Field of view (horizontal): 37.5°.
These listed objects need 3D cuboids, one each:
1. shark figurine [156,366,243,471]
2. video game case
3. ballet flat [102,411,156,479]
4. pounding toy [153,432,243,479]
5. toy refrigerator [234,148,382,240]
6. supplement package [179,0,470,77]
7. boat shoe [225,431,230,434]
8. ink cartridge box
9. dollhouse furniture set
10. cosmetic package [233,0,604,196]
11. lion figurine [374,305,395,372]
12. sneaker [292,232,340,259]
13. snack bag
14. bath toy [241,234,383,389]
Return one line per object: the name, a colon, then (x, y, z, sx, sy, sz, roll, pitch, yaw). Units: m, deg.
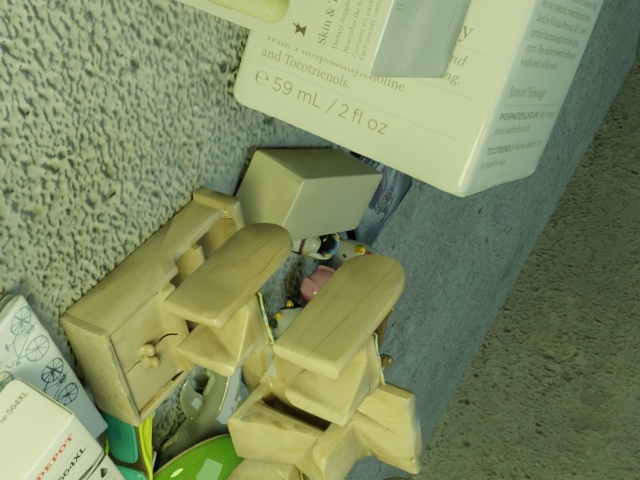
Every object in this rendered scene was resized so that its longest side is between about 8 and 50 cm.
shark figurine: (-0.133, 0.225, 1.401, 0.166, 0.116, 0.278, -10, 124, -66)
video game case: (0.101, -0.107, 1.684, 0.196, 0.026, 0.274, -55, 156, -21)
ballet flat: (-0.249, 0.281, 1.254, 0.077, 0.077, 0.231, -58, 160, -54)
pounding toy: (-0.170, 0.393, 1.370, 0.183, 0.110, 0.237, -22, 150, -32)
toy refrigerator: (-0.018, -0.072, 1.368, 0.269, 0.094, 0.102, -12, 131, -63)
supplement package: (0.007, -0.298, 0.942, 0.198, 0.262, 0.199, -17, 129, -61)
boat shoe: (-0.141, 0.417, 1.590, 0.103, 0.118, 0.320, -25, 152, -16)
ink cartridge box: (-0.303, 0.258, 0.986, 0.148, 0.086, 0.203, -54, 158, -24)
dollhouse furniture set: (-0.048, 0.123, 1.066, 0.256, 0.394, 0.362, -47, 142, -37)
cosmetic package: (0.150, -0.307, 1.168, 0.327, 0.329, 0.394, -17, 128, -61)
lion figurine: (0.055, 0.262, 1.796, 0.392, 0.142, 0.240, 80, 26, -42)
sneaker: (0.000, 0.000, 1.489, 0.185, 0.084, 0.070, -7, 120, -64)
snack bag: (-0.377, 0.260, 0.985, 0.342, 0.037, 0.323, -52, 156, -28)
bath toy: (-0.009, 0.108, 1.551, 0.151, 0.129, 0.348, -21, -162, 50)
